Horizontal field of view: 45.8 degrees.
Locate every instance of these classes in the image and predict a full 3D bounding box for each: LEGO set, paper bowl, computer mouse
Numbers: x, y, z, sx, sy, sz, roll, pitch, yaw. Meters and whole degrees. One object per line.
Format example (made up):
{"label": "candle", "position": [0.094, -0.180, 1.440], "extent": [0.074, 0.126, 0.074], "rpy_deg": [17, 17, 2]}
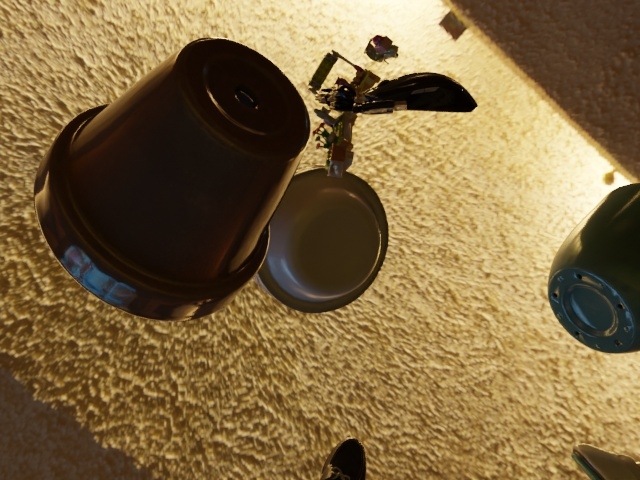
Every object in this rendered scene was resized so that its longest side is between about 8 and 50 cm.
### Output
{"label": "LEGO set", "position": [0.029, -0.243, 1.345], "extent": [0.107, 0.132, 0.286], "rpy_deg": [31, -110, -19]}
{"label": "paper bowl", "position": [0.000, 0.000, 1.448], "extent": [0.284, 0.148, 0.284], "rpy_deg": [-5, -77, -23]}
{"label": "computer mouse", "position": [0.128, -0.228, 1.165], "extent": [0.262, 0.184, 0.060], "rpy_deg": [1, -75, -6]}

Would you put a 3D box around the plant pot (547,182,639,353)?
{"label": "plant pot", "position": [0.569, 0.074, 1.416], "extent": [0.235, 0.293, 0.293], "rpy_deg": [-33, -82, -27]}

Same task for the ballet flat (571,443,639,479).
{"label": "ballet flat", "position": [0.688, 0.555, 1.586], "extent": [0.139, 0.139, 0.400], "rpy_deg": [-39, -89, -5]}

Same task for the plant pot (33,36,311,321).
{"label": "plant pot", "position": [-0.130, -0.077, 0.786], "extent": [0.263, 0.229, 0.263], "rpy_deg": [23, -133, -27]}

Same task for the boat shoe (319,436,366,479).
{"label": "boat shoe", "position": [0.031, 0.390, 1.178], "extent": [0.075, 0.065, 0.206], "rpy_deg": [23, -132, 4]}
